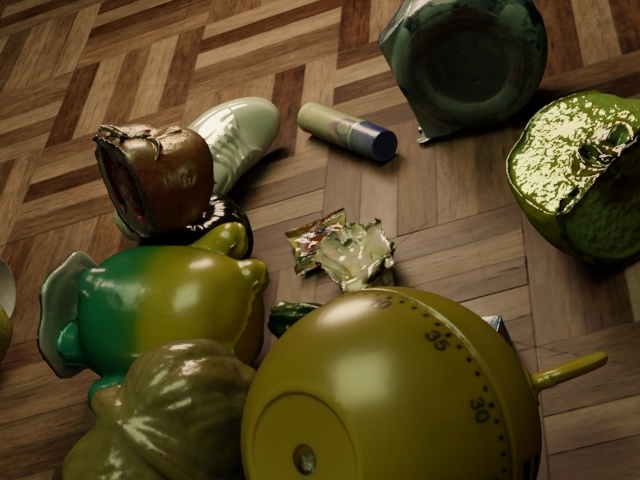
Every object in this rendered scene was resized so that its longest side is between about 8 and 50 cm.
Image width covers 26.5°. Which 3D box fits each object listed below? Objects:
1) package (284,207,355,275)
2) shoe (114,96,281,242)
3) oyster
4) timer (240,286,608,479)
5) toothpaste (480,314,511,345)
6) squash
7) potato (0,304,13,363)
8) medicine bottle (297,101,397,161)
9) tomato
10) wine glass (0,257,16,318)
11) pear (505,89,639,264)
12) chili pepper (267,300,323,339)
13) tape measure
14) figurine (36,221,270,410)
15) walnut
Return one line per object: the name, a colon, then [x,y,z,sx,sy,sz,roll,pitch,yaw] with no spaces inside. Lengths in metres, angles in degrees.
package: [0.000,0.001,2.177,0.108,0.031,0.120,-22,33,3]
shoe: [-0.196,-0.130,2.378,0.363,0.131,0.160,-42,18,-17]
oyster: [0.062,0.038,2.052,0.133,0.072,0.209,-21,28,-14]
timer: [0.110,0.218,1.552,0.376,0.376,0.387,9,12,41]
toothpaste: [0.155,0.133,1.852,0.193,0.070,0.044,-7,39,26]
squash: [-0.204,0.002,2.205,0.193,0.156,0.193,-15,45,15]
potato: [-0.622,0.188,2.240,0.248,0.169,0.143,-34,-4,-8]
medicine bottle: [0.045,-0.192,2.389,0.059,0.059,0.231,-39,34,-18]
tomato: [-0.242,-0.107,2.086,0.155,0.180,0.214,-21,26,-22]
wine glass: [-0.650,0.094,2.387,0.197,0.165,0.165,-8,37,18]
pear: [0.370,-0.085,1.936,0.238,0.164,0.255,-46,31,-11]
chili pepper: [-0.029,0.125,1.997,0.204,0.073,0.072,8,60,43]
tape measure: [0.237,-0.316,2.248,0.275,0.256,0.147,-19,30,21]
figurine: [-0.239,0.113,2.008,0.340,0.231,0.323,-3,55,32]
walnut: [-0.169,0.275,1.680,0.282,0.277,0.253,-32,50,11]
